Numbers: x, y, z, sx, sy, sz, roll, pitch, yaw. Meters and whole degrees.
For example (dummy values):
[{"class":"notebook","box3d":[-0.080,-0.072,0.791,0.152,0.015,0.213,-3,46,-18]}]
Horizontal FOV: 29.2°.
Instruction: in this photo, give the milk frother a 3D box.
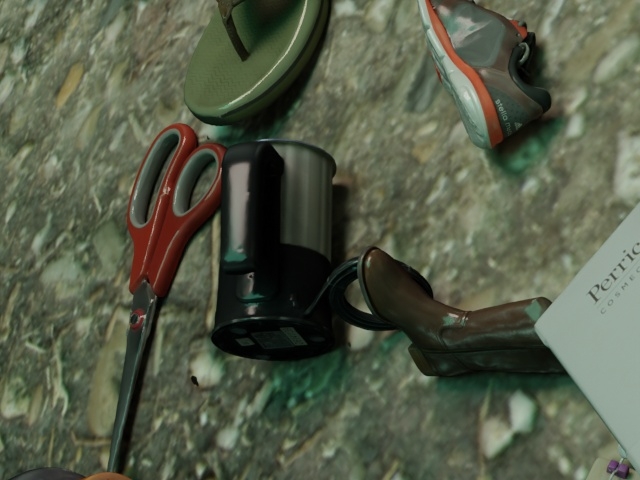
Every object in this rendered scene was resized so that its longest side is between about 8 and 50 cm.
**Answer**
[{"class":"milk frother","box3d":[0.000,0.000,0.828,0.143,0.129,0.134,2,67,-2]}]

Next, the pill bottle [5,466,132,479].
[{"class":"pill bottle","box3d":[-0.225,0.242,0.890,0.246,0.130,0.130,-27,54,33]}]

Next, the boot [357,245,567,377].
[{"class":"boot","box3d":[0.088,0.039,0.714,0.114,0.106,0.037,-7,41,45]}]

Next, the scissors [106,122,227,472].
[{"class":"scissors","box3d":[-0.145,0.047,0.988,0.109,0.021,0.297,14,82,43]}]

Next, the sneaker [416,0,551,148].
[{"class":"sneaker","box3d":[0.108,-0.126,0.812,0.065,0.061,0.158,-21,54,3]}]

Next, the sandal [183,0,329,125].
[{"class":"sandal","box3d":[-0.040,-0.233,0.965,0.120,0.086,0.302,19,85,46]}]

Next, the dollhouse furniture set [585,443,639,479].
[{"class":"dollhouse furniture set","box3d":[0.180,0.159,0.634,0.114,0.091,0.081,20,43,25]}]

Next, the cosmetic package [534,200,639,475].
[{"class":"cosmetic package","box3d":[0.274,-0.020,0.441,0.377,0.097,0.284,-51,27,14]}]
